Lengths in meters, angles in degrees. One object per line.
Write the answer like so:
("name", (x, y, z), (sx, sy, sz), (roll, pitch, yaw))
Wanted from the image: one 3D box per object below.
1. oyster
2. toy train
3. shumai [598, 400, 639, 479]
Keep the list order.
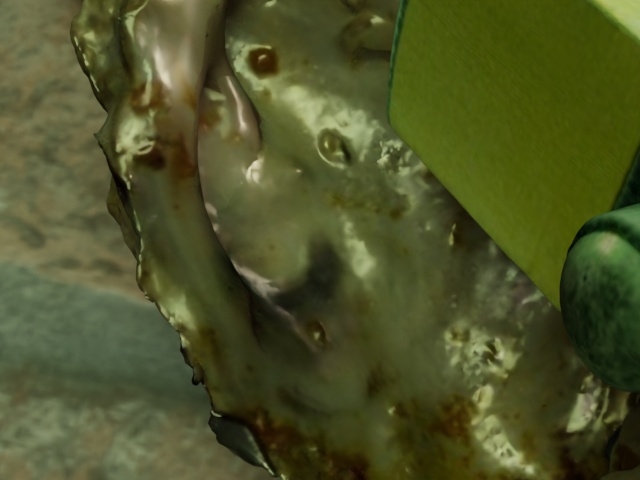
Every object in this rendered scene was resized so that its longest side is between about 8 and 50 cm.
("oyster", (-0.009, -0.007, 0.687), (0.361, 0.096, 0.221), (46, 64, -4))
("toy train", (0.228, -0.058, 0.626), (0.397, 0.160, 0.253), (-13, 46, -28))
("shumai", (0.208, 0.127, 0.617), (0.201, 0.120, 0.201), (0, 76, -1))
